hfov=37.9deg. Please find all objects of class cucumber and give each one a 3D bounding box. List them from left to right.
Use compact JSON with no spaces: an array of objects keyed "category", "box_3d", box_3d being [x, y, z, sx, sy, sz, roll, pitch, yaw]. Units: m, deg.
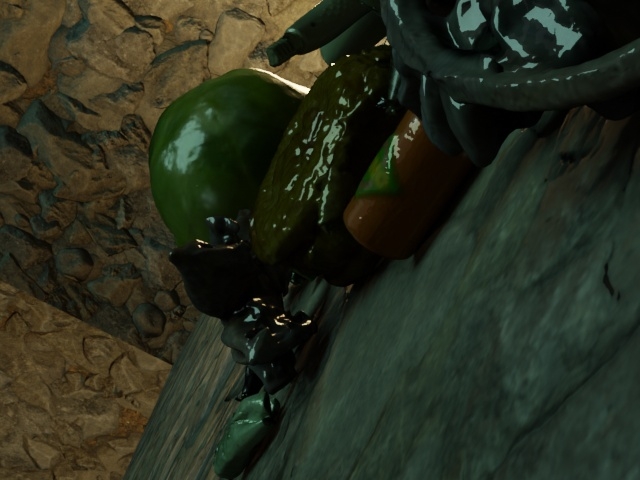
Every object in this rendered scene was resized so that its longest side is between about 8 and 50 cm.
[{"category":"cucumber","box_3d":[-0.074,0.154,1.165,0.039,0.043,0.163,-14,30,17]}]

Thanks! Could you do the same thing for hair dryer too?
[{"category":"hair dryer","box_3d":[0.033,-0.263,1.118,0.298,0.119,0.296,-41,-2,-13]}]

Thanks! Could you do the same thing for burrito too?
[{"category":"burrito","box_3d":[-0.076,0.198,0.979,0.118,0.044,0.074,-61,2,40]}]

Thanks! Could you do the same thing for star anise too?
[{"category":"star anise","box_3d":[-0.067,0.059,0.992,0.110,0.198,0.257,-26,0,8]},{"category":"star anise","box_3d":[0.125,-0.152,0.459,0.359,0.139,0.316,-36,24,55]}]

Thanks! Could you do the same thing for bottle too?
[{"category":"bottle","box_3d":[0.088,-0.074,0.710,0.187,0.069,0.069,-58,8,26]}]

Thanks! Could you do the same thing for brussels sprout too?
[{"category":"brussels sprout","box_3d":[-0.109,-0.096,1.342,0.344,0.268,0.344,8,-90,-89]}]

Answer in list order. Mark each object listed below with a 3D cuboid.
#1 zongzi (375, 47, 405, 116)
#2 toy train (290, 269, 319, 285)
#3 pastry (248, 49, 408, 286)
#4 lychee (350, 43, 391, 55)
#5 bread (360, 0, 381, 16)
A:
[{"category":"zongzi","box_3d":[0.099,-0.185,0.828,0.242,0.112,0.221,-58,8,-10]},{"category":"toy train","box_3d":[0.000,0.000,1.168,0.122,0.050,0.081,-63,14,-19]},{"category":"pastry","box_3d":[0.037,-0.070,0.903,0.235,0.132,0.240,-29,40,62]},{"category":"lychee","box_3d":[0.060,-0.171,1.114,0.146,0.114,0.114,-47,9,8]},{"category":"bread","box_3d":[0.119,-0.223,0.647,0.232,0.172,0.064,130,135,-55]}]
